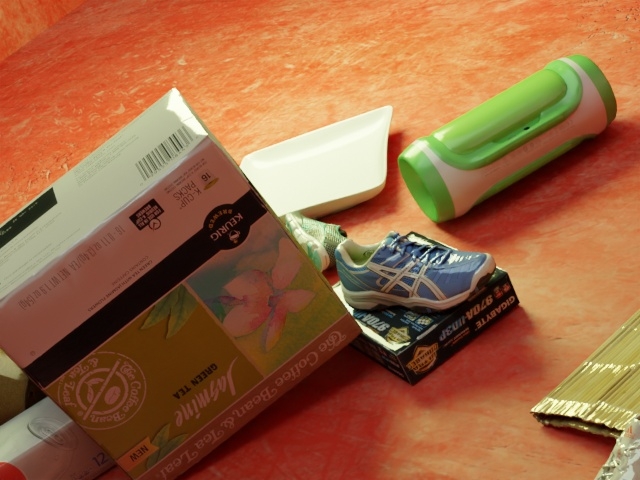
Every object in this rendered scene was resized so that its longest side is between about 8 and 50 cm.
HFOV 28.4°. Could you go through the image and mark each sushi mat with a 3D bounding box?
[{"bbox_3d":[0.373,0.099,1.323,0.316,0.019,0.151,-38,19,-23],"label":"sushi mat"}]

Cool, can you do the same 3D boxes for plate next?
[{"bbox_3d":[-0.012,-0.099,2.008,0.277,0.045,0.278,-18,28,16],"label":"plate"}]

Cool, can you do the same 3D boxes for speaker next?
[{"bbox_3d":[0.261,-0.143,1.759,0.296,0.131,0.131,-30,27,-8],"label":"speaker"}]

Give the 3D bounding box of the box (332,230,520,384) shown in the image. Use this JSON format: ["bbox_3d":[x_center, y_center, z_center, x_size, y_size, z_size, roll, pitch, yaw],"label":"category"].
[{"bbox_3d":[0.113,0.077,1.573,0.175,0.051,0.220,-35,28,-17],"label":"box"}]

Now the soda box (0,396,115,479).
[{"bbox_3d":[-0.402,0.303,1.571,0.286,0.091,0.098,-32,28,-12],"label":"soda box"}]

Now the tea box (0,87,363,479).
[{"bbox_3d":[-0.188,0.060,1.514,0.329,0.323,0.220,-39,28,0],"label":"tea box"}]

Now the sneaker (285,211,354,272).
[{"bbox_3d":[0.000,0.000,1.819,0.076,0.065,0.166,-15,27,-15],"label":"sneaker"}]

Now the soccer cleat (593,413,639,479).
[{"bbox_3d":[0.288,0.206,1.159,0.196,0.076,0.068,-39,29,-24],"label":"soccer cleat"}]

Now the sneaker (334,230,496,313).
[{"bbox_3d":[0.106,0.035,1.505,0.211,0.081,0.080,-7,31,31],"label":"sneaker"}]

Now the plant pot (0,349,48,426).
[{"bbox_3d":[-0.465,0.194,1.713,0.254,0.237,0.237,6,39,26],"label":"plant pot"}]
